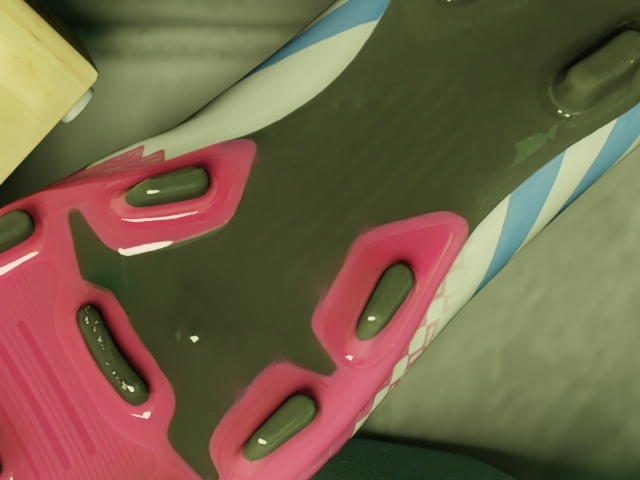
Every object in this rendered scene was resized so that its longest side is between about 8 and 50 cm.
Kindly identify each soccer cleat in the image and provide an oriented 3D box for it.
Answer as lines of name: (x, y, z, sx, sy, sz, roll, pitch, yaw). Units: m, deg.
soccer cleat: (0.000, 0.000, 0.459, 0.331, 0.143, 0.116, -38, 80, -7)

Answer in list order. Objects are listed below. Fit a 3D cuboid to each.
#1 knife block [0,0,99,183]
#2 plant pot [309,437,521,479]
knife block: (-0.197, -0.085, 0.421, 0.242, 0.088, 0.275, 42, 92, -19)
plant pot: (0.003, 0.197, 0.471, 0.252, 0.248, 0.247, -19, 108, -26)
